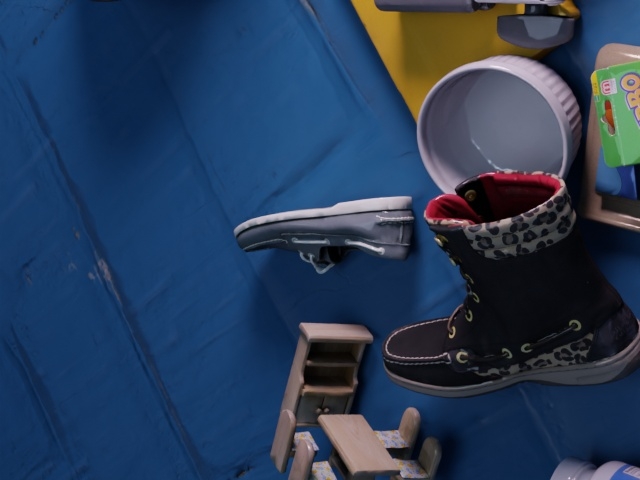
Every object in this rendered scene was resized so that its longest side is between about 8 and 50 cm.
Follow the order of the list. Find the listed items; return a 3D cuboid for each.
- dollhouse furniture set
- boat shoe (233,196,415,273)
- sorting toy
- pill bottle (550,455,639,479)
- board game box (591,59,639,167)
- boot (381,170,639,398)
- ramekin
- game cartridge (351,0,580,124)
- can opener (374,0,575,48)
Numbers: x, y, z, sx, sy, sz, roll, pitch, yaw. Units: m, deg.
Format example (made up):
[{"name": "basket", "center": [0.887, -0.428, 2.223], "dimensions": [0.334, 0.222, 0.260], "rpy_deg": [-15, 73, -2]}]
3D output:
[{"name": "dollhouse furniture set", "center": [0.041, 0.249, 1.868], "dimensions": [0.242, 0.212, 0.161], "rpy_deg": [-129, 48, -55]}, {"name": "boat shoe", "center": [0.000, 0.000, 1.918], "dimensions": [0.319, 0.116, 0.099], "rpy_deg": [-9, 88, 36]}, {"name": "sorting toy", "center": [0.458, -0.106, 1.561], "dimensions": [0.307, 0.041, 0.229], "rpy_deg": [17, 108, 37]}, {"name": "pill bottle", "center": [0.404, 0.354, 1.633], "dimensions": [0.221, 0.124, 0.124], "rpy_deg": [15, 107, 37]}, {"name": "board game box", "center": [0.453, -0.166, 1.516], "dimensions": [0.259, 0.039, 0.124], "rpy_deg": [-9, 91, 31]}, {"name": "boot", "center": [0.207, 0.061, 1.660], "dimensions": [0.377, 0.138, 0.284], "rpy_deg": [-5, 127, 37]}, {"name": "ramekin", "center": [0.240, -0.143, 1.667], "dimensions": [0.207, 0.109, 0.207], "rpy_deg": [13, 119, 25]}, {"name": "game cartridge", "center": [0.175, -0.352, 1.756], "dimensions": [0.285, 0.052, 0.324], "rpy_deg": [-34, 78, 38]}, {"name": "can opener", "center": [0.194, -0.304, 1.669], "dimensions": [0.280, 0.074, 0.093], "rpy_deg": [14, 109, 36]}]
